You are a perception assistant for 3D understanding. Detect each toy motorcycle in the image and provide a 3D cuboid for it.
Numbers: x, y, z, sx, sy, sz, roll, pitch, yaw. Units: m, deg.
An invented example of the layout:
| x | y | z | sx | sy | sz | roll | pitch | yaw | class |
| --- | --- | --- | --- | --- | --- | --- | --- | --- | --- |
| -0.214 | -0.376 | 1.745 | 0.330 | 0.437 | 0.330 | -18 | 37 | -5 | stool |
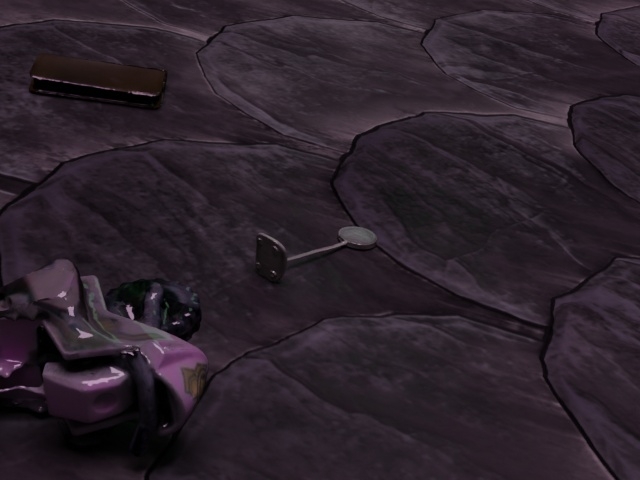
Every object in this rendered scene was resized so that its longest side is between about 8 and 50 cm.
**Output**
| x | y | z | sx | sy | sz | roll | pitch | yaw | class |
| --- | --- | --- | --- | --- | --- | --- | --- | --- | --- |
| -0.236 | 0.121 | 0.963 | 0.327 | 0.143 | 0.188 | -17 | 39 | -28 | toy motorcycle |

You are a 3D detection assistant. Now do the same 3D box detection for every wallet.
| x | y | z | sx | sy | sz | roll | pitch | yaw | class |
| --- | --- | --- | --- | --- | --- | --- | --- | --- | --- |
| -0.336 | -0.245 | 1.672 | 0.198 | 0.031 | 0.110 | 7 | 30 | -7 | wallet |

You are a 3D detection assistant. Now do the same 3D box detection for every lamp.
| x | y | z | sx | sy | sz | roll | pitch | yaw | class |
| --- | --- | --- | --- | --- | --- | --- | --- | --- | --- |
| 0.000 | 0.000 | 1.342 | 0.050 | 0.056 | 0.198 | 29 | 31 | 34 | lamp |
